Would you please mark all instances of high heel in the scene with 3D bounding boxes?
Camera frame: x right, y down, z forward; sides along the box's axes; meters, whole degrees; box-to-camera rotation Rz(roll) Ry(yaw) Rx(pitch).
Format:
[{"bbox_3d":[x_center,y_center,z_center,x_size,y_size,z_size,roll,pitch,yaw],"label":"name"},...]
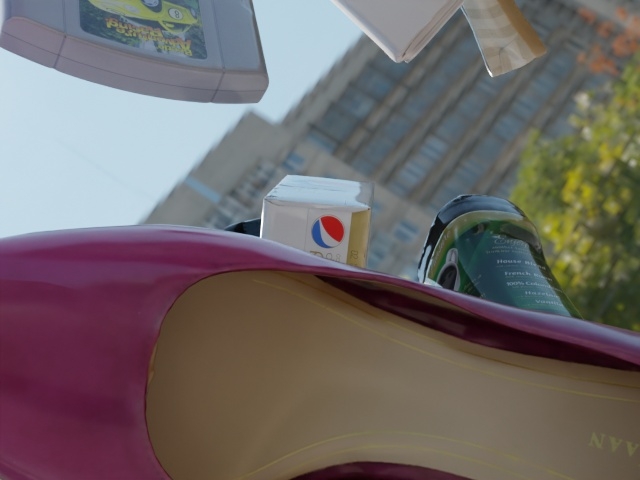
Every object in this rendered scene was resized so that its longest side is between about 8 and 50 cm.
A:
[{"bbox_3d":[0.033,0.057,0.552,0.181,0.377,0.127,163,115,-65],"label":"high heel"}]

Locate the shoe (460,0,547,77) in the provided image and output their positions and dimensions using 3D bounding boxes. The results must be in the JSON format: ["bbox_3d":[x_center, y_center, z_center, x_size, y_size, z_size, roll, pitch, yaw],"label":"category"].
[{"bbox_3d":[0.133,-0.239,1.358,0.058,0.219,0.076,-30,30,13],"label":"shoe"}]

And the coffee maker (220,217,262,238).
[{"bbox_3d":[-0.059,0.072,1.649,0.171,0.178,0.120,-22,-47,-5],"label":"coffee maker"}]

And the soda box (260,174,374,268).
[{"bbox_3d":[0.000,0.000,1.016,0.216,0.069,0.073,-63,-22,-83],"label":"soda box"}]

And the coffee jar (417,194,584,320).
[{"bbox_3d":[0.124,0.049,1.020,0.184,0.079,0.096,-108,29,-54],"label":"coffee jar"}]

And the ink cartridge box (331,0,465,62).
[{"bbox_3d":[-0.003,-0.211,0.677,0.100,0.237,0.172,-45,5,25],"label":"ink cartridge box"}]

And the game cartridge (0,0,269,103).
[{"bbox_3d":[-0.201,-0.236,1.608,0.294,0.196,0.060,10,-44,-22],"label":"game cartridge"}]
